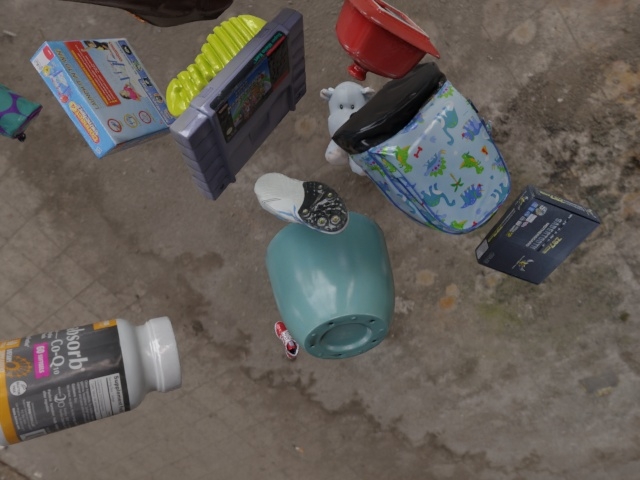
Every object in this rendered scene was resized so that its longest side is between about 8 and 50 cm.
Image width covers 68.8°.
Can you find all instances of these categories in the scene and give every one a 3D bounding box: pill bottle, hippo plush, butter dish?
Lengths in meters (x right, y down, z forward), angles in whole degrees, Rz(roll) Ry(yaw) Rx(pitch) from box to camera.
[{"bbox_3d":[-0.387,0.220,0.781,0.278,0.162,0.162,-10,126,-26],"label":"pill bottle"},{"bbox_3d":[0.122,-0.352,1.337,0.234,0.236,0.294,2,81,6],"label":"hippo plush"},{"bbox_3d":[0.085,-0.316,0.756,0.160,0.160,0.118,12,128,-32],"label":"butter dish"}]

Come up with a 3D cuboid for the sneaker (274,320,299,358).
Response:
[{"bbox_3d":[-0.098,0.291,1.380,0.042,0.067,0.118,-24,81,-17],"label":"sneaker"}]

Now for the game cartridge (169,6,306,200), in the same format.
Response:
[{"bbox_3d":[-0.142,-0.270,0.942,0.068,0.355,0.230,32,160,9],"label":"game cartridge"}]

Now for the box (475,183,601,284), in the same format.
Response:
[{"bbox_3d":[0.523,-0.007,1.146,0.183,0.059,0.232,19,130,-10],"label":"box"}]

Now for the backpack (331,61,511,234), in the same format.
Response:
[{"bbox_3d":[0.252,-0.173,1.046,0.290,0.273,0.355,-41,120,-10],"label":"backpack"}]

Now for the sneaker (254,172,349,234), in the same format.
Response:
[{"bbox_3d":[-0.030,-0.063,0.858,0.085,0.237,0.086,-51,136,-12],"label":"sneaker"}]

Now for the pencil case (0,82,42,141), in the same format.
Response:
[{"bbox_3d":[-0.468,-0.201,0.635,0.152,0.070,0.064,34,113,-24],"label":"pencil case"}]

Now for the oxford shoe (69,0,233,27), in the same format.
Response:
[{"bbox_3d":[-0.293,-0.395,0.744,0.133,0.364,0.130,-38,73,52],"label":"oxford shoe"}]

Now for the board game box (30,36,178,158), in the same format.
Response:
[{"bbox_3d":[-0.605,-0.425,1.365,0.086,0.302,0.308,-25,102,29],"label":"board game box"}]

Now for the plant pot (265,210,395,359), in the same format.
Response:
[{"bbox_3d":[0.035,0.119,1.041,0.293,0.235,0.293,-8,139,-7],"label":"plant pot"}]

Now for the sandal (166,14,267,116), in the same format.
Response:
[{"bbox_3d":[-0.227,-0.404,1.121,0.317,0.138,0.126,-31,72,27],"label":"sandal"}]
